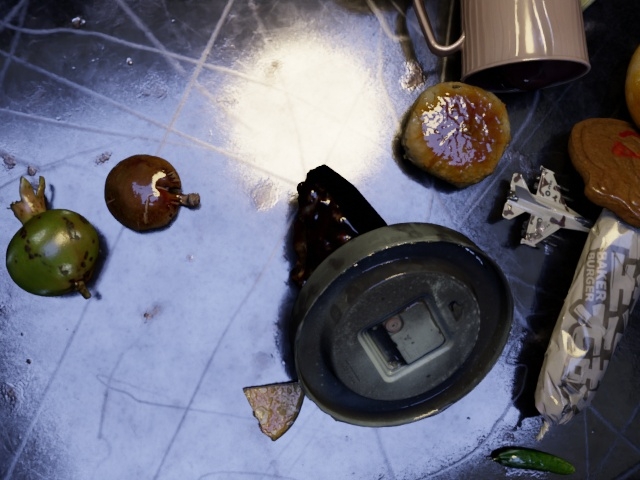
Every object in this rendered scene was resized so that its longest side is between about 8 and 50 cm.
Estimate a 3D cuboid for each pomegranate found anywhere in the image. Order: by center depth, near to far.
[{"bbox_3d":[-0.457,-0.003,1.455,0.156,0.156,0.220,-18,56,-8],"label":"pomegranate"}]

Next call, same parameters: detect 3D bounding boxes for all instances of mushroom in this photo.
[{"bbox_3d":[-0.295,-0.082,1.501,0.170,0.080,0.135,5,95,-3],"label":"mushroom"}]

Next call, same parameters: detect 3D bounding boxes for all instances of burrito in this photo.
[{"bbox_3d":[0.486,0.158,1.549,0.139,0.101,0.445,23,88,-31],"label":"burrito"}]

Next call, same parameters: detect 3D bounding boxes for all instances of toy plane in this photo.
[{"bbox_3d":[0.432,-0.048,1.595,0.234,0.082,0.160,25,72,-19],"label":"toy plane"}]

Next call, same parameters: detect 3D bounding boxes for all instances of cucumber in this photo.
[{"bbox_3d":[0.390,0.402,1.563,0.168,0.039,0.039,11,84,-8],"label":"cucumber"}]

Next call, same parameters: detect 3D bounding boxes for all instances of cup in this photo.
[{"bbox_3d":[0.331,-0.411,1.560,0.288,0.208,0.273,-6,84,30],"label":"cup"}]

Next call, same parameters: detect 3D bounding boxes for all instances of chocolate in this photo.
[{"bbox_3d":[0.000,0.000,1.489,0.177,0.224,0.206,-40,91,15],"label":"chocolate"}]

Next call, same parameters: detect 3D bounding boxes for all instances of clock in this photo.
[{"bbox_3d":[0.133,0.145,1.434,0.386,0.076,0.386,-9,123,-13],"label":"clock"}]

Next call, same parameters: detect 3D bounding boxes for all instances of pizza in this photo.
[{"bbox_3d":[-0.086,0.284,1.521,0.108,0.026,0.123,30,85,-1],"label":"pizza"}]

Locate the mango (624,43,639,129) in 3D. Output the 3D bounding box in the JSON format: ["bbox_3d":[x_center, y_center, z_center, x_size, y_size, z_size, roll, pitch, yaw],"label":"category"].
[{"bbox_3d":[0.674,-0.317,1.612,0.192,0.146,0.316,23,62,-5],"label":"mango"}]

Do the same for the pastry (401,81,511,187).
[{"bbox_3d":[0.250,-0.197,1.563,0.192,0.093,0.182,25,88,-5],"label":"pastry"}]

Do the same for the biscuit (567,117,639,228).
[{"bbox_3d":[0.583,-0.123,1.563,0.273,0.049,0.257,12,49,-11],"label":"biscuit"}]

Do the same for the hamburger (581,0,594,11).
[{"bbox_3d":[0.515,-0.481,1.631,0.054,0.084,0.121,44,83,-3],"label":"hamburger"}]
